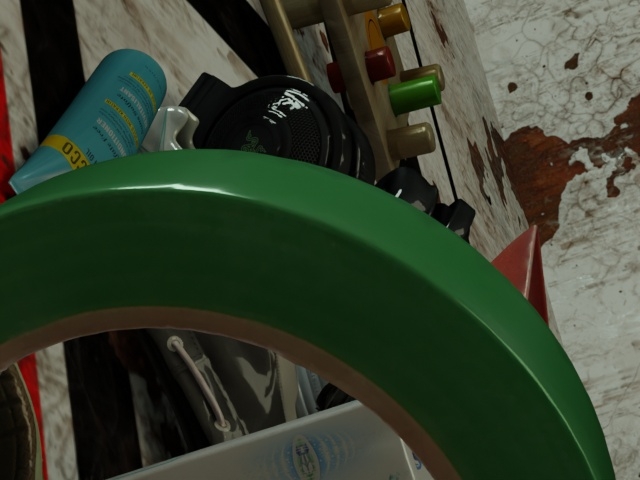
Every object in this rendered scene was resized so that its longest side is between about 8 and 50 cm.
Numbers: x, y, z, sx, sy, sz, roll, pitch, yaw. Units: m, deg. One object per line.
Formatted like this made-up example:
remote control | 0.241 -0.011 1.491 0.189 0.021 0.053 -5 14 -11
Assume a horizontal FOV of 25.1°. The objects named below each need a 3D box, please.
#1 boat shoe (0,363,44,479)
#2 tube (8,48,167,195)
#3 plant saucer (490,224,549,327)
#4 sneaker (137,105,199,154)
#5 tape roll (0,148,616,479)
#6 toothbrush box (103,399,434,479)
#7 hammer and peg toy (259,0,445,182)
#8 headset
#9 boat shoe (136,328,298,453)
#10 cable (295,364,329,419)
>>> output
boat shoe | -0.157 0.132 0.682 0.072 0.068 0.190 45 37 -84
tube | -0.153 -0.060 0.959 0.080 0.052 0.207 53 27 -23
plant saucer | 0.137 0.164 1.048 0.259 0.048 0.258 -74 157 -50
sneaker | -0.108 -0.031 1.045 0.054 0.061 0.152 37 38 -68
tape roll | -0.045 0.128 0.553 0.077 0.321 0.321 -58 128 -73
toothbrush box | -0.003 0.247 0.769 0.126 0.216 0.295 9 64 -74
hammer and peg toy | 0.048 -0.208 1.640 0.361 0.127 0.266 -73 148 -61
headset | 0.000 0.000 1.111 0.243 0.185 0.394 35 3 -29
boat shoe | -0.050 0.187 0.964 0.112 0.095 0.335 148 -70 -68
cable | 0.031 0.140 1.273 0.257 0.089 0.257 -91 157 -50
